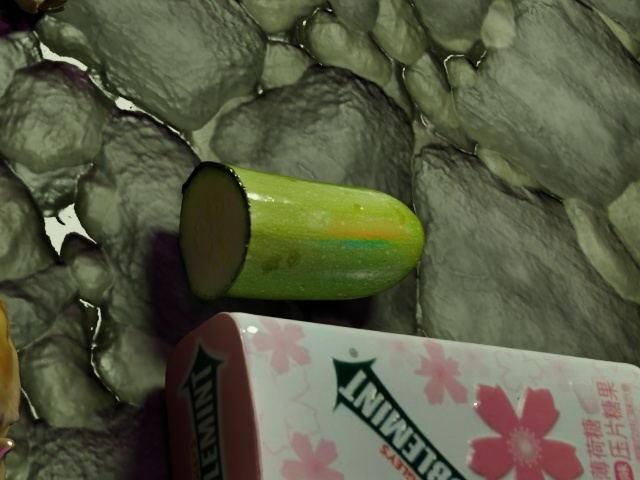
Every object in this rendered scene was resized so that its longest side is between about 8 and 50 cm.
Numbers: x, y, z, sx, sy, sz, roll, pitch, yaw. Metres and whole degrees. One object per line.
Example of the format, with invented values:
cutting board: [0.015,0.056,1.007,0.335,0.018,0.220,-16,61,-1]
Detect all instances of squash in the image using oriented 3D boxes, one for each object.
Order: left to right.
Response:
squash: [0.000,0.000,1.212,0.188,0.095,0.095,5,62,-36]

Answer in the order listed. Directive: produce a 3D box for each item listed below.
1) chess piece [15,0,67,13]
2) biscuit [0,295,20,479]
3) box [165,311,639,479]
chess piece: [-0.169,-0.217,1.238,0.060,0.060,0.172,40,49,-12]
biscuit: [-0.368,0.054,0.886,0.446,0.104,0.429,-14,75,-39]
box: [0.083,0.161,1.161,0.369,0.112,0.190,7,64,-33]
